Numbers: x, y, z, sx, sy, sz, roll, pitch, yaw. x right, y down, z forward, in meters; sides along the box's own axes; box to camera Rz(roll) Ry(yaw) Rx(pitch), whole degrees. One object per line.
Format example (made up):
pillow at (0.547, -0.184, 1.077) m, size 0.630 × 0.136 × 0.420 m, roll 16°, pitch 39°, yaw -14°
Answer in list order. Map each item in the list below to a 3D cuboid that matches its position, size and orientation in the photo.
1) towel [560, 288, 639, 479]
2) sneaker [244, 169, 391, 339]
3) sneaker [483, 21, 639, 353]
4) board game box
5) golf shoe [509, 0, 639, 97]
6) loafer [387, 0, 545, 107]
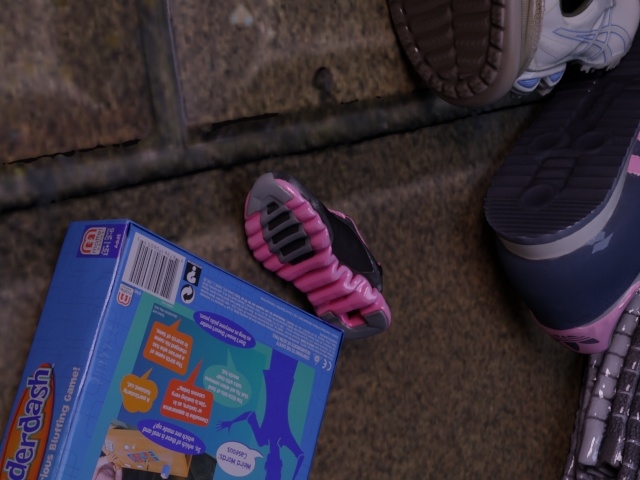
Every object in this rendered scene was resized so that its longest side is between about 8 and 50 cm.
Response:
towel at (0.294, 0.123, 0.980) m, size 0.235 × 0.121 × 0.283 m, roll 36°, pitch 63°, yaw -40°
sneaker at (0.000, 0.000, 0.726) m, size 0.119 × 0.047 × 0.057 m, roll 54°, pitch 33°, yaw -34°
sneaker at (0.222, -0.056, 0.928) m, size 0.319 × 0.112 × 0.131 m, roll -45°, pitch 127°, yaw -31°
board game box at (-0.076, 0.116, 0.628) m, size 0.160 × 0.047 × 0.210 m, roll 31°, pitch 66°, yaw -44°
golf shoe at (0.172, -0.154, 0.870) m, size 0.069 × 0.086 × 0.176 m, roll 40°, pitch 42°, yaw 15°
loafer at (0.095, -0.213, 0.786) m, size 0.092 × 0.102 × 0.268 m, roll -8°, pitch 94°, yaw -42°
